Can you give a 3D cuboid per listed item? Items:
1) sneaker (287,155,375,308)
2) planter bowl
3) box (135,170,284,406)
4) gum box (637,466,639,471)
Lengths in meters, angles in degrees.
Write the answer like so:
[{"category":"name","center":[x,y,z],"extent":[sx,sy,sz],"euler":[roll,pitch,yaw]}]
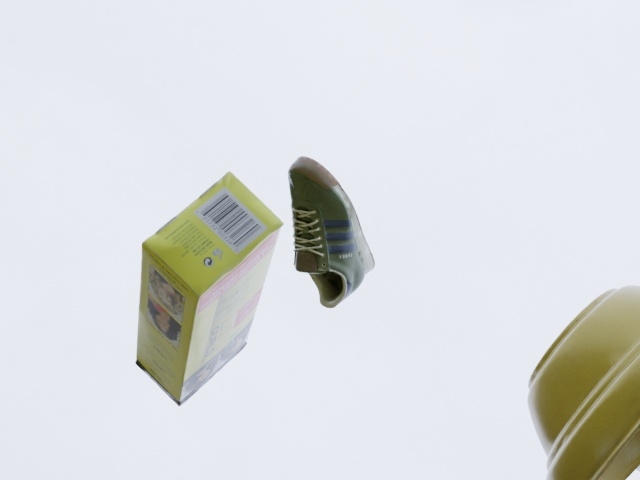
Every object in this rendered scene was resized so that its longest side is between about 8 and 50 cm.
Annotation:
[{"category":"sneaker","center":[0.000,0.000,1.376],"extent":[0.064,0.086,0.192],"euler":[13,-36,38]},{"category":"planter bowl","center":[0.214,0.099,0.858],"extent":[0.090,0.217,0.217],"euler":[41,-37,22]},{"category":"box","center":[-0.088,0.043,0.892],"extent":[0.058,0.087,0.232],"euler":[43,-26,12]},{"category":"gum box","center":[0.403,0.245,1.263],"extent":[0.188,0.062,0.107],"euler":[33,-8,1]}]
